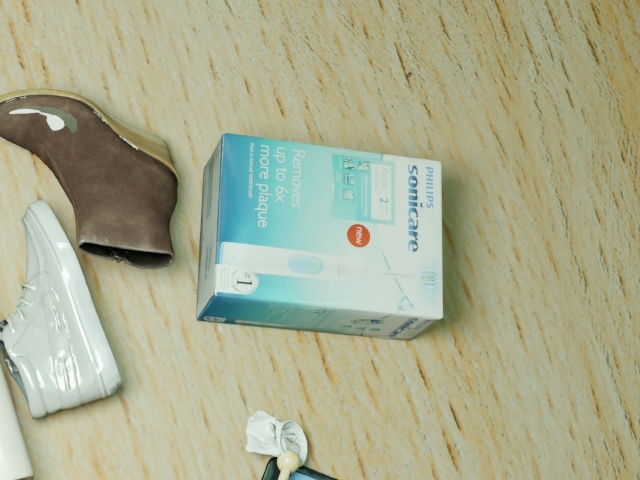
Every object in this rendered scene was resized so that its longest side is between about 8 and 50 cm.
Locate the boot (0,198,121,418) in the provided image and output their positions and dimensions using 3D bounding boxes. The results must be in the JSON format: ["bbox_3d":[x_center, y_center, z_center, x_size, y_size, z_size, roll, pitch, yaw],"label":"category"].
[{"bbox_3d":[-0.338,0.081,1.556,0.123,0.095,0.258,-20,74,-16],"label":"boot"}]

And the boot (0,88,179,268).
[{"bbox_3d":[-0.288,-0.076,1.587,0.248,0.090,0.207,15,43,-21],"label":"boot"}]

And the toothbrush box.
[{"bbox_3d":[0.000,0.000,1.666,0.295,0.126,0.216,8,70,-16],"label":"toothbrush box"}]

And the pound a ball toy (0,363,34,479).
[{"bbox_3d":[-0.453,0.192,1.461,0.208,0.136,0.319,-15,77,-21],"label":"pound a ball toy"}]

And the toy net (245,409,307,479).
[{"bbox_3d":[-0.007,0.288,1.575,0.122,0.045,0.232,-8,53,-36],"label":"toy net"}]

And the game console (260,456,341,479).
[{"bbox_3d":[-0.008,0.337,1.571,0.144,0.085,0.124,24,72,-9],"label":"game console"}]
